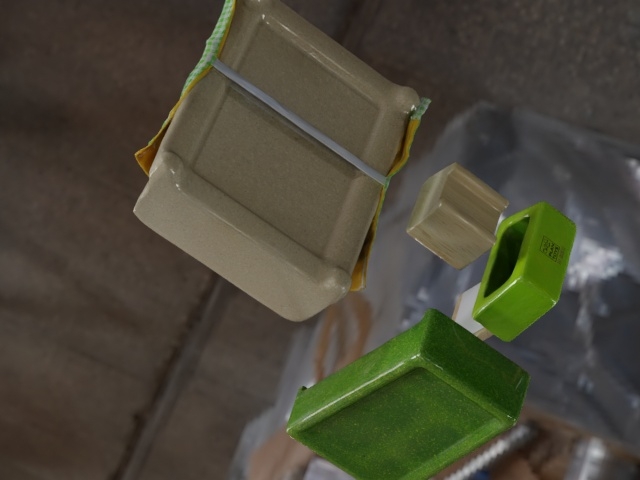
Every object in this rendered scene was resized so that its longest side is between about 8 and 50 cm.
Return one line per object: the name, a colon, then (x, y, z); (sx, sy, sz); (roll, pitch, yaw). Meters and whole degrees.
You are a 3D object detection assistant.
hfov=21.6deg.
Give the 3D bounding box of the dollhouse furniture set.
dollhouse furniture set: (0.000, 0.000, 1.136); (0.301, 0.198, 0.151); (35, 139, -16)
